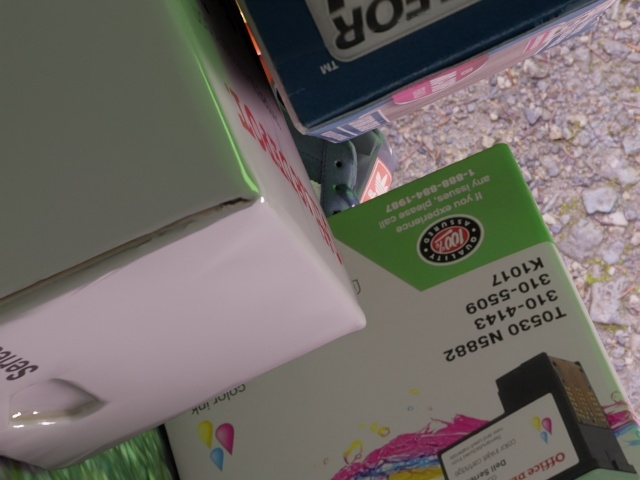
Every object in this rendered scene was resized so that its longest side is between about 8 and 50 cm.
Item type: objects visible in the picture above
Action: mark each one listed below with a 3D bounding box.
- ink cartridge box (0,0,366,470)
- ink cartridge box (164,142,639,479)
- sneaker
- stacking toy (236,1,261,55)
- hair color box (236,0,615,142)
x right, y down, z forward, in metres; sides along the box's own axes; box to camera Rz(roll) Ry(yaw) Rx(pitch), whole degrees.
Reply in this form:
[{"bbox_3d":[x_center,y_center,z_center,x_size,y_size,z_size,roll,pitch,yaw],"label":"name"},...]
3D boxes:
[{"bbox_3d":[-0.102,-0.092,0.565,0.211,0.121,0.289,50,17,-76],"label":"ink cartridge box"},{"bbox_3d":[0.052,0.124,0.842,0.117,0.201,0.278,61,7,-54],"label":"ink cartridge box"},{"bbox_3d":[0.000,0.000,1.318,0.131,0.148,0.350,60,7,-62],"label":"sneaker"},{"bbox_3d":[-0.098,-0.223,1.550,0.141,0.141,0.330,-106,176,-66],"label":"stacking toy"},{"bbox_3d":[-0.028,-0.205,0.544,0.174,0.105,0.347,-28,93,-86],"label":"hair color box"}]
